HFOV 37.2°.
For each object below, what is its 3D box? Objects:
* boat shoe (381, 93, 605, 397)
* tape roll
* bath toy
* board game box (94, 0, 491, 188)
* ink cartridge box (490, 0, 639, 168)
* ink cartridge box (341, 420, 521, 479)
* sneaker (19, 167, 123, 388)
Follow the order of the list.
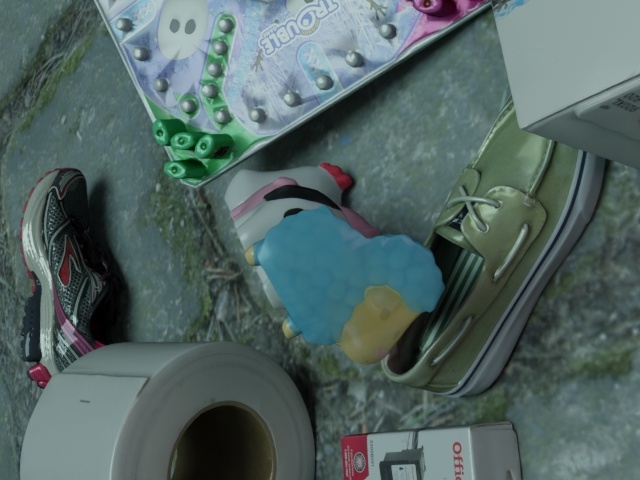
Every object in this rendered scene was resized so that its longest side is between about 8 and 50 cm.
[{"bbox_3d":[0.142,-0.003,0.783,0.109,0.094,0.302,30,106,44],"label":"boat shoe"},{"bbox_3d":[-0.148,0.222,0.944,0.169,0.246,0.246,-5,80,45],"label":"tape roll"},{"bbox_3d":[0.000,0.000,0.847,0.151,0.129,0.348,64,176,-16],"label":"bath toy"},{"bbox_3d":[-0.078,-0.307,0.937,0.390,0.050,0.390,-29,83,24],"label":"board game box"},{"bbox_3d":[0.230,-0.194,0.664,0.168,0.171,0.232,-24,68,42],"label":"ink cartridge box"},{"bbox_3d":[0.095,0.217,0.823,0.150,0.063,0.109,-16,73,44],"label":"ink cartridge box"},{"bbox_3d":[-0.319,0.045,1.258,0.112,0.121,0.299,-12,73,14],"label":"sneaker"}]
